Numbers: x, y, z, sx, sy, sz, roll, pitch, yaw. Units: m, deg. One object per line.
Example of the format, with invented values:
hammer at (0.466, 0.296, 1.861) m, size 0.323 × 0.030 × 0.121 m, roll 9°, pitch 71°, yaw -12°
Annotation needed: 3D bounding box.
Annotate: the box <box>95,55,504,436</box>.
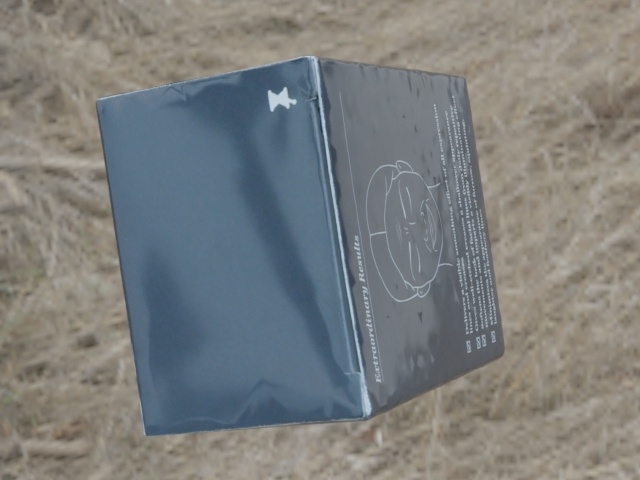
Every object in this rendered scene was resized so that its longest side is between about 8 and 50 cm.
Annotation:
box at (0.000, 0.000, 1.390) m, size 0.212 × 0.294 × 0.395 m, roll -8°, pitch 0°, yaw 23°
